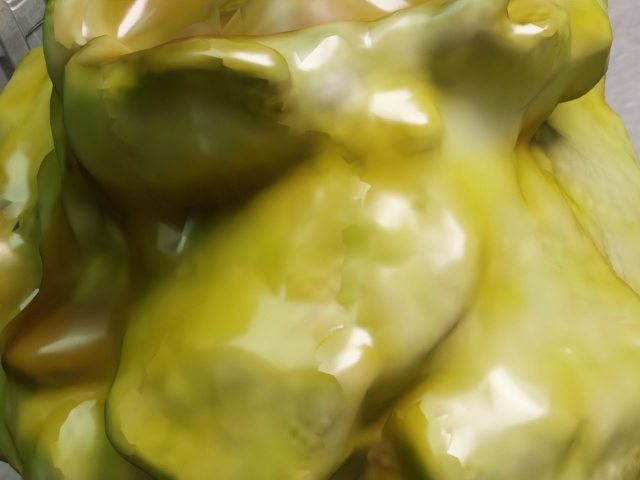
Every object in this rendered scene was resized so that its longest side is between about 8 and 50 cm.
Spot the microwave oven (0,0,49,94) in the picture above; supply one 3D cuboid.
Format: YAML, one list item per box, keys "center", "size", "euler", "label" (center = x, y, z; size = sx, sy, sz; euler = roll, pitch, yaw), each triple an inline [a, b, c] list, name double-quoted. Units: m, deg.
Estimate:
- center: [-0.207, -0.044, 0.845]
  size: [0.145, 0.194, 0.240]
  euler: [4, 41, 39]
  label: "microwave oven"

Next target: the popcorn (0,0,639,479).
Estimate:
- center: [0.000, 0.000, 0.525]
  size: [0.224, 0.270, 0.258]
  euler: [6, -14, -23]
  label: "popcorn"
